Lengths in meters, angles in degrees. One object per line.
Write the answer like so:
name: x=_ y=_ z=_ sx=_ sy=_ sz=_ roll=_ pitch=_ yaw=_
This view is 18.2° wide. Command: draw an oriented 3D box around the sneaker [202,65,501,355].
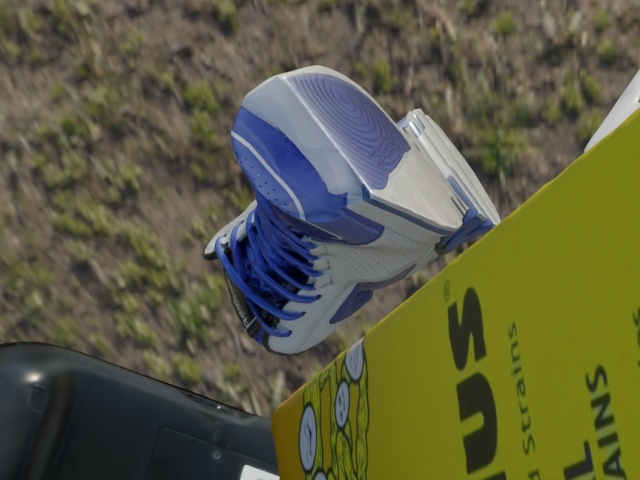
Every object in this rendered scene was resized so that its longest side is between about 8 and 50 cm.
sneaker: x=0.000 y=0.000 z=1.317 sx=0.182 sy=0.315 sz=0.127 roll=-39 pitch=75 yaw=13

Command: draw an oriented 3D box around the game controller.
game controller: x=-0.033 y=0.161 z=0.863 sx=0.319 sy=0.067 sz=0.166 roll=23 pitch=67 yaw=-25

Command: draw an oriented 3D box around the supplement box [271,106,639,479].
supplement box: x=0.131 y=0.088 z=0.478 sx=0.195 sy=0.356 sz=0.194 roll=-4 pitch=75 yaw=-16

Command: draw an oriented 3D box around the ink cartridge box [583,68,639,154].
ink cartridge box: x=0.226 y=-0.059 z=0.927 sx=0.067 sy=0.198 sz=0.115 roll=46 pitch=71 yaw=-26
